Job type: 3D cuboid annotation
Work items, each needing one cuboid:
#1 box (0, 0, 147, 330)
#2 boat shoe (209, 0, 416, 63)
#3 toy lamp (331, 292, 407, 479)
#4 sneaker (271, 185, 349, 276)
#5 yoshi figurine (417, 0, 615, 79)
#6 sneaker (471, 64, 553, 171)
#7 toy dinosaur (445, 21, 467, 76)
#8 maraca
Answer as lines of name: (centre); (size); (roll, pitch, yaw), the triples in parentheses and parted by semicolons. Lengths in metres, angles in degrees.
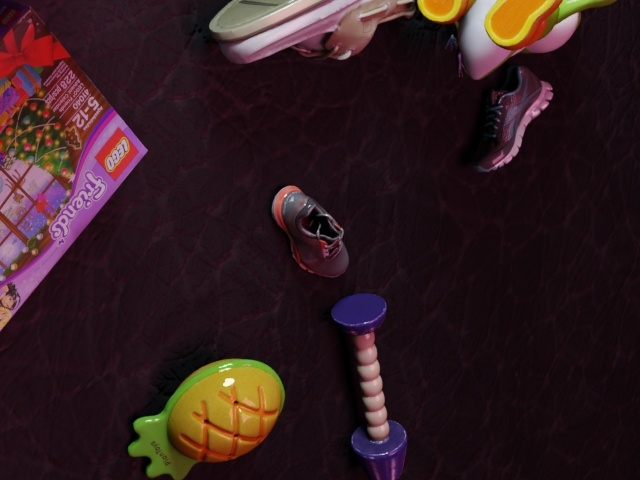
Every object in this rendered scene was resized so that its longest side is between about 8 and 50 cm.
box: (-0.308, -0.041, 1.093); (0.293, 0.057, 0.201); (-54, 138, -17)
boat shoe: (0.012, -0.245, 1.314); (0.302, 0.113, 0.103); (-34, 123, -35)
toy lamp: (0.066, 0.201, 1.595); (0.080, 0.080, 0.274); (-33, 126, -34)
sneaker: (0.000, 0.000, 1.442); (0.061, 0.065, 0.158); (-56, 138, -14)
yoshi figurine: (0.258, -0.322, 1.472); (0.362, 0.203, 0.203); (-19, 91, -65)
sneaker: (0.244, -0.168, 1.654); (0.076, 0.065, 0.166); (44, 69, -30)
toy dinosaur: (0.196, -0.254, 1.570); (0.082, 0.047, 0.090); (-31, 119, -59)
maraca: (-0.126, 0.202, 1.372); (0.186, 0.099, 0.127); (-32, 124, -3)
